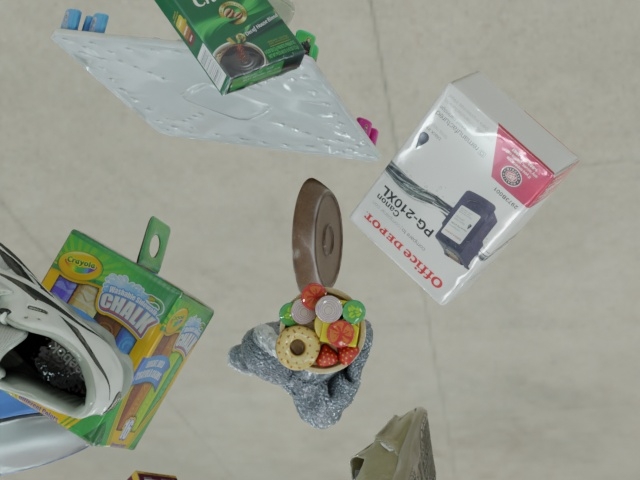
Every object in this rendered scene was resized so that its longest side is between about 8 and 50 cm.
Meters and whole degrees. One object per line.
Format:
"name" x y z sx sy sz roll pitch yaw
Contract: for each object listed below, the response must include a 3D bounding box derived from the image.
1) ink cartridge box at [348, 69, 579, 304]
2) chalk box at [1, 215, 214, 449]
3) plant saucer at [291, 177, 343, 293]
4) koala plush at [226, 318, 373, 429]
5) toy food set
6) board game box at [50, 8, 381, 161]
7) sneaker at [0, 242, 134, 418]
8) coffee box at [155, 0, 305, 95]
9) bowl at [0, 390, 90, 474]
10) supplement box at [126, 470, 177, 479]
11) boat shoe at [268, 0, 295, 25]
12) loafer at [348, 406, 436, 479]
"ink cartridge box" 0.174 -0.062 1.505 0.237 0.172 0.100 -54 167 32
"chalk box" -0.267 0.108 1.600 0.179 0.289 0.180 29 176 14
"plant saucer" 0.000 0.000 1.618 0.029 0.168 0.168 1 156 16
"koala plush" -0.049 0.221 2.208 0.221 0.203 0.196 23 153 -20
"toy food set" 0.001 0.082 1.116 0.083 0.082 0.020 9 179 -5
"board game box" -0.136 -0.224 1.781 0.390 0.050 0.390 9 166 20
"sneaker" -0.357 0.083 1.317 0.330 0.122 0.146 31 -175 -1
"coffee box" -0.115 -0.263 1.421 0.113 0.184 0.040 -24 160 -29
"bowl" -0.547 0.328 2.108 0.391 0.077 0.391 -15 158 -6
"supplement box" -0.184 0.276 1.225 0.055 0.043 0.083 17 125 -43
"boat shoe" -0.121 -0.343 1.736 0.233 0.079 0.084 -2 135 -54
"loafer" 0.083 0.275 1.453 0.092 0.102 0.268 -6 -168 13
